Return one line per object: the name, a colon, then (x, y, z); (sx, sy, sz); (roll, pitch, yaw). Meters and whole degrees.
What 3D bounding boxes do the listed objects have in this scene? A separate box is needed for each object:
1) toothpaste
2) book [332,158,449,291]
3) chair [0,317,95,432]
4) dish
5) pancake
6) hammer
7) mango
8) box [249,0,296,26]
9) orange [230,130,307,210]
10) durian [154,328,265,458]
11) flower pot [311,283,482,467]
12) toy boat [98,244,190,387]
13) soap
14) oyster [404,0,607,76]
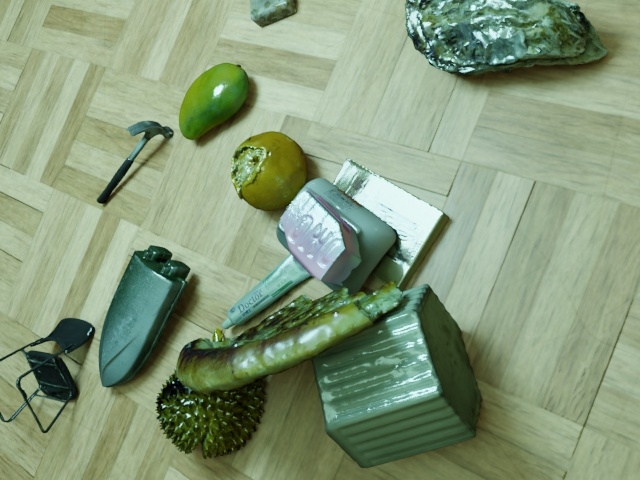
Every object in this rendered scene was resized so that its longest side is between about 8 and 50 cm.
toothpaste: (-0.105, 0.100, 1.275); (0.218, 0.041, 0.064); (-39, 72, 12)
book: (0.096, -0.033, 1.203); (0.231, 0.026, 0.161); (34, 94, 33)
chair: (-0.593, 0.286, 1.467); (0.140, 0.221, 0.145); (3, 120, 30)
dish: (0.010, -0.013, 1.186); (0.212, 0.077, 0.151); (40, 99, 32)
pancake: (-0.068, 0.140, 1.042); (0.426, 0.304, 0.067); (-19, 102, 59)
hammer: (-0.443, -0.174, 1.520); (0.246, 0.103, 0.029); (-47, 65, 19)
mango: (-0.235, -0.305, 1.432); (0.191, 0.085, 0.122); (-29, 67, 19)
box: (-0.103, -0.507, 1.437); (0.098, 0.045, 0.062); (-15, 70, 24)
orange: (-0.101, -0.136, 1.282); (0.154, 0.134, 0.155); (-9, 67, 21)
durian: (-0.212, 0.276, 1.228); (0.193, 0.137, 0.237); (-13, 69, 26)
flower pot: (0.117, 0.205, 1.017); (0.189, 0.209, 0.239); (-22, 65, 23)
toy boat: (-0.380, 0.170, 1.386); (0.141, 0.092, 0.320); (34, 101, 31)
soap: (0.000, 0.000, 1.111); (0.100, 0.056, 0.149); (-49, 60, 12)
oyster: (0.299, -0.355, 1.123); (0.350, 0.158, 0.162); (21, 129, 25)
